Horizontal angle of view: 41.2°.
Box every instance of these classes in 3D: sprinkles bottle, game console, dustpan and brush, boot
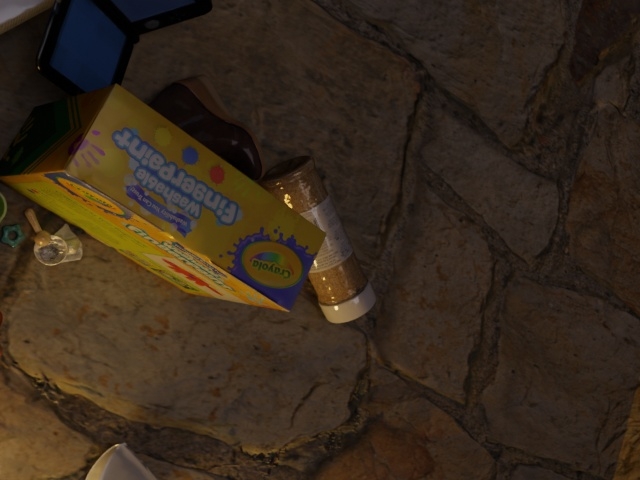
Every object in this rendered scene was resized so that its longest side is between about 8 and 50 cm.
[{"bbox_3d":[0.000,0.000,1.804,0.121,0.121,0.355,-36,112,-29],"label":"sprinkles bottle"},{"bbox_3d":[-0.319,-0.353,1.438,0.250,0.293,0.173,-15,81,6],"label":"game console"},{"bbox_3d":[-0.408,0.496,1.580,0.211,0.060,0.147,-49,117,-31],"label":"dustpan and brush"},{"bbox_3d":[-0.236,-0.182,1.629,0.207,0.090,0.248,-42,103,-38],"label":"boot"}]

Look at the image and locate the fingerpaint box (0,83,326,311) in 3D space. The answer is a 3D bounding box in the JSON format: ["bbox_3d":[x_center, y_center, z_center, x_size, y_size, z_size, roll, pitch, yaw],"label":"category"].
[{"bbox_3d":[-0.275,-0.062,1.448,0.445,0.371,0.163,35,72,-31],"label":"fingerpaint box"}]

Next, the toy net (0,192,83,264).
[{"bbox_3d":[-0.517,-0.001,1.474,0.232,0.045,0.122,27,77,-34],"label":"toy net"}]

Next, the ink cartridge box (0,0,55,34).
[{"bbox_3d":[-0.514,-0.537,1.386,0.330,0.071,0.324,-38,102,-22],"label":"ink cartridge box"}]

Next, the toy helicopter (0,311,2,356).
[{"bbox_3d":[-0.610,0.227,1.300,0.140,0.235,0.355,37,72,-32],"label":"toy helicopter"}]
